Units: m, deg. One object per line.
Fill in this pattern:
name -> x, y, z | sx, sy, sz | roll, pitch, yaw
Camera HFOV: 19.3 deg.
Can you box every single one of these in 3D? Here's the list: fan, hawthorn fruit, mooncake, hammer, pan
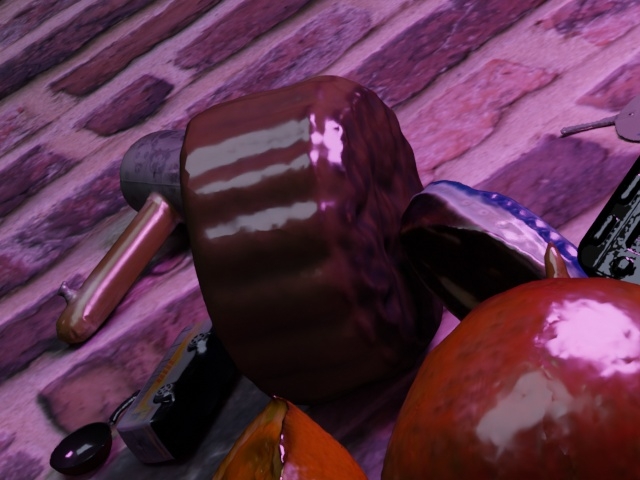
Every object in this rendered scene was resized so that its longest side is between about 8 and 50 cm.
fan -> 0.323, -0.128, 1.912 | 0.175, 0.005, 0.113 | -12, 31, 30
hawthorn fruit -> 0.173, 0.136, 1.235 | 0.277, 0.277, 0.298 | -17, 60, 24
mooncake -> 0.000, 0.000, 1.685 | 0.161, 0.290, 0.290 | -15, 28, 18
hammer -> -0.201, -0.002, 2.128 | 0.202, 0.113, 0.305 | 3, 48, 53
pan -> -0.213, 0.192, 1.847 | 0.115, 0.023, 0.068 | -41, 27, -18

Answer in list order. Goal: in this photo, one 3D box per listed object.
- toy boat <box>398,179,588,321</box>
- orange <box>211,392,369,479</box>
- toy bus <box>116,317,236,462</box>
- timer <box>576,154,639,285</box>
toy boat -> 0.176, 0.026, 1.620 | 0.262, 0.114, 0.115 | 35, 38, 27
orange -> -0.060, 0.268, 1.295 | 0.274, 0.274, 0.310 | -22, 65, 15
toy bus -> -0.133, 0.144, 1.821 | 0.072, 0.057, 0.172 | -18, 26, 35
timer -> 0.284, -0.002, 1.299 | 0.187, 0.055, 0.144 | 28, 80, 42
